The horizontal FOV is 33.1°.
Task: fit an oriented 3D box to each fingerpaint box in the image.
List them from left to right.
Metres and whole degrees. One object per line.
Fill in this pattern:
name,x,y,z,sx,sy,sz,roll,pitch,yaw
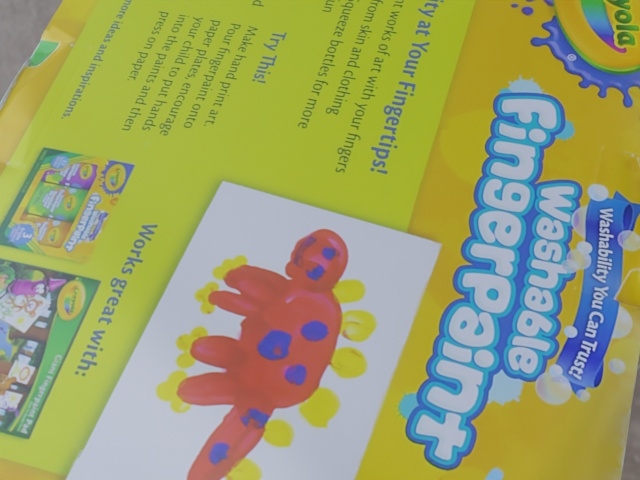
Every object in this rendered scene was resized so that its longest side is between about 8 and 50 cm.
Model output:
fingerpaint box,0.000,0.000,0.632,0.371,0.445,0.163,12,148,11
